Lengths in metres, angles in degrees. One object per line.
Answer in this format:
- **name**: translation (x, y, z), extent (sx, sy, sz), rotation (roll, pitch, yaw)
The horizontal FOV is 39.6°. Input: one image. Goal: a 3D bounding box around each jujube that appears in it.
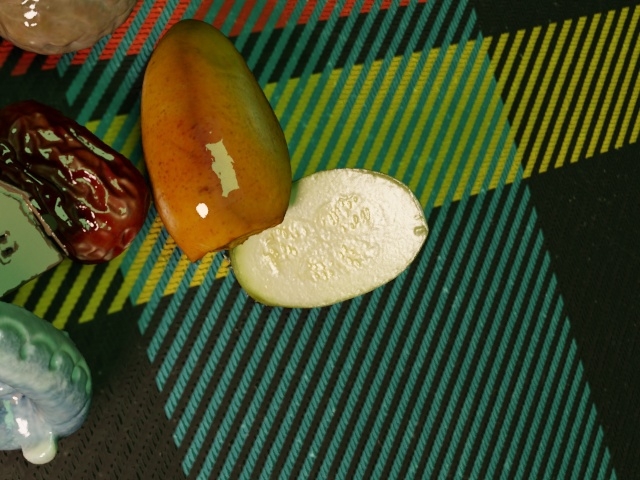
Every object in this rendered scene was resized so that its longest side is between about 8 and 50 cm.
- **jujube**: translation (-0.328, -0.076, 1.149), extent (0.230, 0.155, 0.155), rotation (40, 66, -7)

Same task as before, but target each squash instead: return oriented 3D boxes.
- **squash**: translation (0.000, 0.000, 1.250), extent (0.189, 0.260, 0.189), rotation (3, 83, -30)

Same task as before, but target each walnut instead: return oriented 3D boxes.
- **walnut**: translation (-0.347, -0.351, 1.153), extent (0.224, 0.224, 0.224), rotation (4, 81, -28)

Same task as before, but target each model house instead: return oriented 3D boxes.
- **model house**: translation (-0.459, -0.030, 1.031), extent (0.204, 0.211, 0.243), rotation (-36, 105, -29)

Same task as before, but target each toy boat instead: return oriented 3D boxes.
- **toy boat**: translation (-0.384, 0.174, 1.001), extent (0.215, 0.330, 0.123), rotation (-20, 61, 5)

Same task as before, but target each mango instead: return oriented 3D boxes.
- **mango**: translation (-0.147, -0.151, 1.226), extent (0.201, 0.199, 0.350), rotation (-10, 79, -12)
